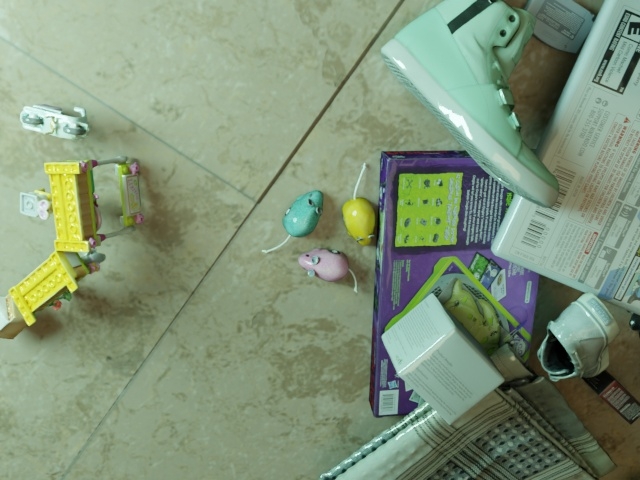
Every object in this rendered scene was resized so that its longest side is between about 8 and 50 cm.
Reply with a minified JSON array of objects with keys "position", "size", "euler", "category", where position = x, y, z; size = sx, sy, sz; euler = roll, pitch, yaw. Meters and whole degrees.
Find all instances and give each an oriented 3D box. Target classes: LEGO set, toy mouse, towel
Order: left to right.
[{"position":[-0.277,-0.005,0.837],"size":[0.132,0.107,0.287],"euler":[26,112,19],"category":"LEGO set"},{"position":[0.000,0.000,0.900],"size":[0.143,0.031,0.161],"euler":[-12,111,-5],"category":"toy mouse"},{"position":[0.210,0.318,1.005],"size":[0.324,0.056,0.312],"euler":[-40,118,11],"category":"towel"}]

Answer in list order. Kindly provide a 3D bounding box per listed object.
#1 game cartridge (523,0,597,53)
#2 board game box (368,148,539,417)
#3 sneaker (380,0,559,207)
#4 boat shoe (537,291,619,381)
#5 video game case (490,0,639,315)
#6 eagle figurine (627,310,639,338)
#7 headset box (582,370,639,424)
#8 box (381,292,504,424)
[{"position":[0.272,-0.254,0.863],"size":[0.083,0.017,0.056],"euler":[26,100,-17],"category":"game cartridge"},{"position":[0.171,0.058,0.942],"size":[0.208,0.056,0.346],"euler":[0,109,-5],"category":"board game box"},{"position":[0.204,-0.165,0.810],"size":[0.151,0.094,0.256],"euler":[-42,87,4],"category":"sneaker"},{"position":[0.305,0.131,0.922],"size":[0.081,0.079,0.227],"euler":[-31,154,-1],"category":"boat shoe"},{"position":[0.400,-0.078,0.855],"size":[0.300,0.036,0.329],"euler":[22,100,-1],"category":"video game case"},{"position":[0.567,0.043,0.951],"size":[0.298,0.225,0.226],"euler":[-45,68,38],"category":"eagle figurine"},{"position":[0.395,0.204,1.020],"size":[0.083,0.062,0.032],"euler":[40,98,-20],"category":"headset box"},{"position":[0.143,0.139,0.888],"size":[0.087,0.102,0.101],"euler":[-42,110,9],"category":"box"}]
